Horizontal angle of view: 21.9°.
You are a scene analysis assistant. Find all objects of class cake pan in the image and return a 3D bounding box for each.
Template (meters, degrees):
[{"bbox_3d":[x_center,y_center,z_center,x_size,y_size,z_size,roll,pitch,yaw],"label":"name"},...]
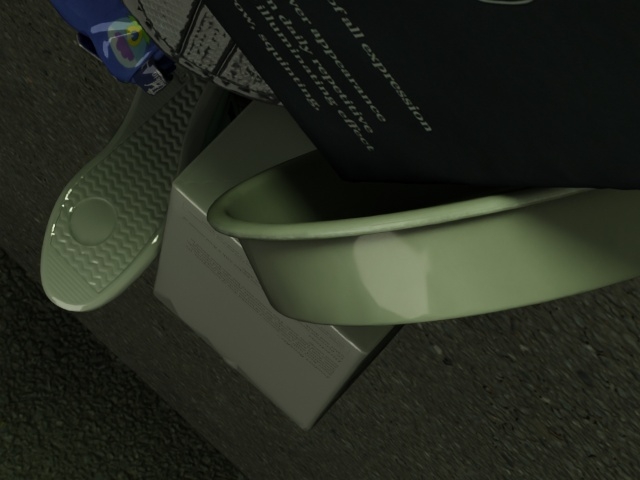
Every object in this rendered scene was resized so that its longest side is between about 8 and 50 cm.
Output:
[{"bbox_3d":[0.092,-0.025,0.806,0.293,0.293,0.054,8,114,62],"label":"cake pan"}]

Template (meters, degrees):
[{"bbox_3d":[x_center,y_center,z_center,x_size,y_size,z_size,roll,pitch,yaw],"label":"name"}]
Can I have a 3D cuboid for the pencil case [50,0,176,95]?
[{"bbox_3d":[-0.188,-0.241,1.198,0.306,0.133,0.119,45,-157,1],"label":"pencil case"}]

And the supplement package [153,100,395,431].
[{"bbox_3d":[0.000,0.000,1.238,0.177,0.175,0.293,41,162,4],"label":"supplement package"}]

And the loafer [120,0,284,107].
[{"bbox_3d":[-0.106,-0.203,1.092,0.302,0.095,0.109,33,123,-2],"label":"loafer"}]

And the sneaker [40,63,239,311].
[{"bbox_3d":[-0.131,-0.039,1.344,0.094,0.256,0.151,24,165,13],"label":"sneaker"}]

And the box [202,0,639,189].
[{"bbox_3d":[0.082,-0.191,0.583,0.293,0.212,0.395,52,162,-20],"label":"box"}]
